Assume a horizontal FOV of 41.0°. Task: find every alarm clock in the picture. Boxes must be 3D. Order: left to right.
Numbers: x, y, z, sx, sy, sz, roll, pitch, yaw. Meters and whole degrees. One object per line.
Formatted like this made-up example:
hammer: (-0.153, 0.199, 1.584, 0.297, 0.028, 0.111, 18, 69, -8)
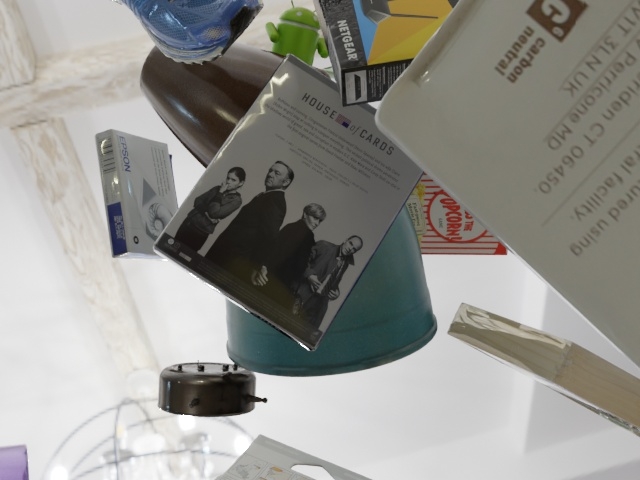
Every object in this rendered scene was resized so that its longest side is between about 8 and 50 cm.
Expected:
alarm clock: (-0.160, 0.195, 1.155, 0.130, 0.192, 0.064, 2, -93, -30)

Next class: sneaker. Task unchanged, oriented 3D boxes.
sneaker: (-0.205, -0.323, 1.014, 0.129, 0.330, 0.147, -52, -31, -6)

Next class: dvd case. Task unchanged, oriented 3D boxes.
dvd case: (-0.020, -0.041, 0.827, 0.179, 0.238, 0.029, 33, -17, -1)

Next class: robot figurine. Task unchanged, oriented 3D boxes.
robot figurine: (-0.038, -0.296, 1.280, 0.101, 0.067, 0.115, 11, -82, -27)

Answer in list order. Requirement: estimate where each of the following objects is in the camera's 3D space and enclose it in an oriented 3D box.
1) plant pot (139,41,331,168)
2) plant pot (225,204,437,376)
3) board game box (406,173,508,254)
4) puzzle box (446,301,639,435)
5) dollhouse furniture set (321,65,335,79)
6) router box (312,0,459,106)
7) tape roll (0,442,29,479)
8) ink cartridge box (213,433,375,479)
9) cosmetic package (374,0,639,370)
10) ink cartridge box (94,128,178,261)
plant pot: (-0.138, -0.197, 1.225, 0.215, 0.230, 0.215, -50, -19, -25)
plant pot: (0.000, 0.000, 1.071, 0.272, 0.271, 0.255, -9, -77, -11)
board game box: (0.193, -0.050, 1.335, 0.194, 0.045, 0.146, -1, -61, 16)
puzzle box: (0.385, 0.207, 1.077, 0.409, 0.272, 0.052, 29, -94, -16)
dollhouse furniture set: (0.038, -0.205, 1.385, 0.076, 0.058, 0.151, -18, -71, -13)
router box: (0.067, -0.200, 0.755, 0.133, 0.178, 0.046, -10, -40, -4)
tape roll: (-0.298, 0.320, 0.745, 0.090, 0.274, 0.274, 0, -48, -21)
ink cartridge box: (-0.053, 0.443, 1.366, 0.239, 0.275, 0.060, -38, -44, -50)
cosmetic package: (0.314, -0.116, 0.569, 0.329, 0.327, 0.394, -53, -16, 29)
ink cartridge box: (-0.302, -0.073, 1.532, 0.045, 0.223, 0.224, -14, -9, 24)
